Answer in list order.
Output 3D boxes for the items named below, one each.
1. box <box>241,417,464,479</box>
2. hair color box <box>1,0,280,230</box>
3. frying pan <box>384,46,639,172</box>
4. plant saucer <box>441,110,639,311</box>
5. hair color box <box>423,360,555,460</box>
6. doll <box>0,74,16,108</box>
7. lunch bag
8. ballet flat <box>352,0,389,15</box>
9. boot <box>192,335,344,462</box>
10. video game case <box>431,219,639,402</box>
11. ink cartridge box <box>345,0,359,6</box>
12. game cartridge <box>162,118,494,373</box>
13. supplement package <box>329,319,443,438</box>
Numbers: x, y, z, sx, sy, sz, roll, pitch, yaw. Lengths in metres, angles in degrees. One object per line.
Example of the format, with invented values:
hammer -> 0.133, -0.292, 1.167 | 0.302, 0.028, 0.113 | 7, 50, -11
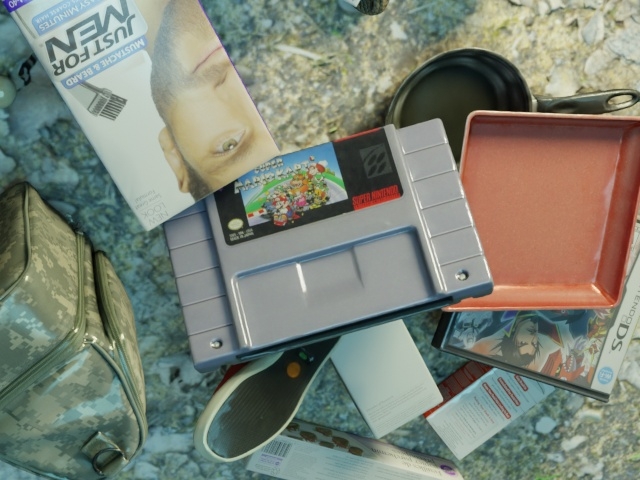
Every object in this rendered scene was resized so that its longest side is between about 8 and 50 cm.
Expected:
box -> 0.044, 0.305, 1.878 | 0.324, 0.063, 0.067 | 18, 109, -24
hair color box -> -0.205, -0.201, 1.544 | 0.185, 0.110, 0.339 | -31, 121, -3
frying pan -> 0.223, -0.179, 1.718 | 0.326, 0.053, 0.197 | -31, 120, -4
plant saucer -> 0.275, -0.039, 1.739 | 0.259, 0.048, 0.258 | 0, 110, -20
hair color box -> 0.226, 0.212, 1.898 | 0.167, 0.053, 0.093 | -36, 117, 3
doll -> -0.430, -0.160, 1.525 | 0.189, 0.046, 0.129 | -4, 116, -15
lunch bag -> -0.311, 0.113, 1.549 | 0.212, 0.305, 0.256 | -39, 116, 6
ballet flat -> 0.046, -0.373, 1.568 | 0.084, 0.058, 0.249 | -14, 117, -11
boot -> -0.091, 0.162, 1.689 | 0.244, 0.176, 0.088 | -50, 115, -21
video game case -> 0.308, 0.063, 1.831 | 0.275, 0.035, 0.248 | 19, 94, -23
ink cartridge box -> -0.041, -0.331, 1.509 | 0.207, 0.097, 0.046 | 27, 111, -10
game cartridge -> 0.000, 0.000, 1.618 | 0.355, 0.230, 0.068 | -16, 161, 1
supplement package -> 0.066, 0.144, 1.787 | 0.105, 0.105, 0.179 | -30, 120, -2
